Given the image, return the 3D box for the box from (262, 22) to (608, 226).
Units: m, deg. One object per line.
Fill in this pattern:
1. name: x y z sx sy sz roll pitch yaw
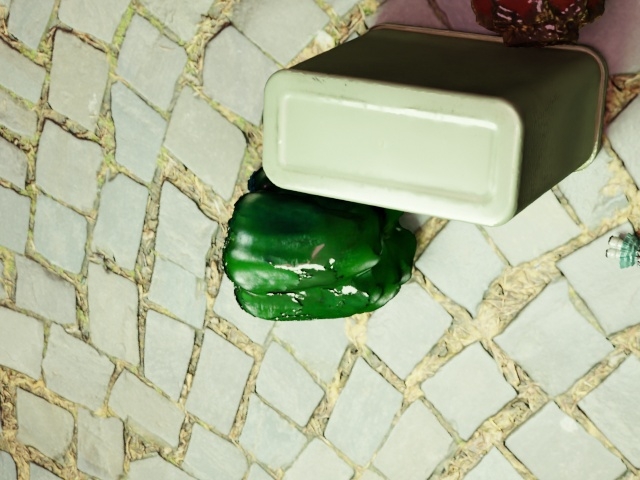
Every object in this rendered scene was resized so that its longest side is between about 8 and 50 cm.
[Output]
1. box: 0.150 -0.159 1.569 0.352 0.344 0.177 12 111 24

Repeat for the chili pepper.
1. chili pepper: 0.000 0.000 1.783 0.257 0.248 0.233 3 137 22

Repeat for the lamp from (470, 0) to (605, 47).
1. lamp: 0.263 -0.376 1.521 0.177 0.177 0.273 -4 94 29

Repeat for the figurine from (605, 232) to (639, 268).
1. figurine: 0.441 0.017 1.657 0.106 0.047 0.060 17 79 30
